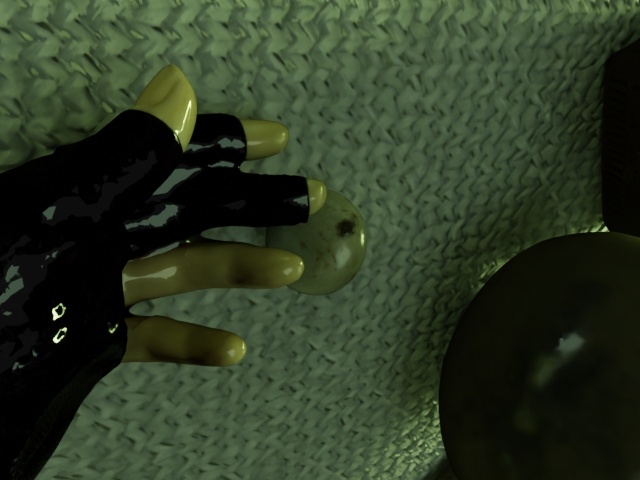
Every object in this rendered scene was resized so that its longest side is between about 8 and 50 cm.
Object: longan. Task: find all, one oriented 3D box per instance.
[{"bbox_3d":[0.266,0.152,0.626,0.319,0.319,0.319,-16,123,-26],"label":"longan"}]

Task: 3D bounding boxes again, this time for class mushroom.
[{"bbox_3d":[0.000,0.000,0.519,0.085,0.085,0.079,-66,164,13],"label":"mushroom"}]

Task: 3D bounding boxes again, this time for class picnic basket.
[{"bbox_3d":[0.401,-0.109,0.682,0.222,0.129,0.297,-31,128,-17],"label":"picnic basket"}]

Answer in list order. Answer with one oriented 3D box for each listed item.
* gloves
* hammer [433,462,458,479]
[{"bbox_3d":[-0.125,0.010,0.382,0.301,0.152,0.197,-29,149,-25],"label":"gloves"},{"bbox_3d":[0.079,0.386,0.801,0.440,0.044,0.168,-41,132,-9],"label":"hammer"}]
